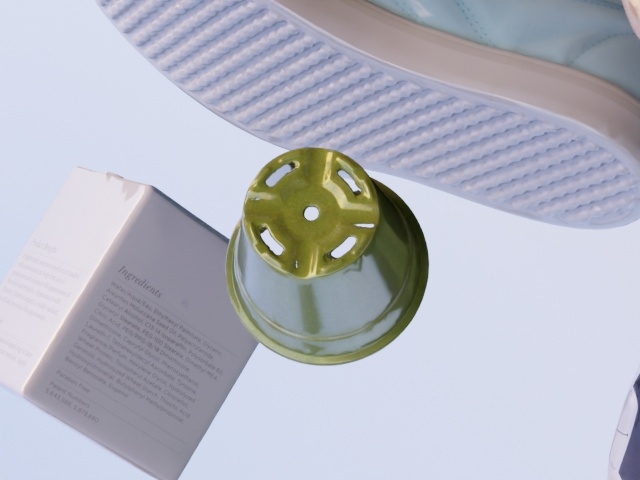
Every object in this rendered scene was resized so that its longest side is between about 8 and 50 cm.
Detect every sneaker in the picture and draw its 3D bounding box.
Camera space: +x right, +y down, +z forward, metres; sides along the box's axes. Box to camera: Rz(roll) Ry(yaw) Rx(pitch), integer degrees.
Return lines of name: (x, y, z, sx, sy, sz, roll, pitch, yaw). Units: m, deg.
sneaker: (0.042, -0.130, 1.071, 0.366, 0.135, 0.150, 24, -124, 10)

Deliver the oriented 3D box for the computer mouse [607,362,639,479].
computer mouse: (0.151, 0.096, 0.787, 0.106, 0.193, 0.042, -4, -146, -30)

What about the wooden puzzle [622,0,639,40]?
wooden puzzle: (0.283, -0.286, 0.943, 0.080, 0.322, 0.348, 30, -135, -60)

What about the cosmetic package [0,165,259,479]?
cosmetic package: (-0.152, 0.062, 1.414, 0.151, 0.184, 0.151, 37, 170, -29)

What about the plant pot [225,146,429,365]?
plant pot: (0.000, 0.000, 0.712, 0.083, 0.083, 0.079, 51, 173, 15)
